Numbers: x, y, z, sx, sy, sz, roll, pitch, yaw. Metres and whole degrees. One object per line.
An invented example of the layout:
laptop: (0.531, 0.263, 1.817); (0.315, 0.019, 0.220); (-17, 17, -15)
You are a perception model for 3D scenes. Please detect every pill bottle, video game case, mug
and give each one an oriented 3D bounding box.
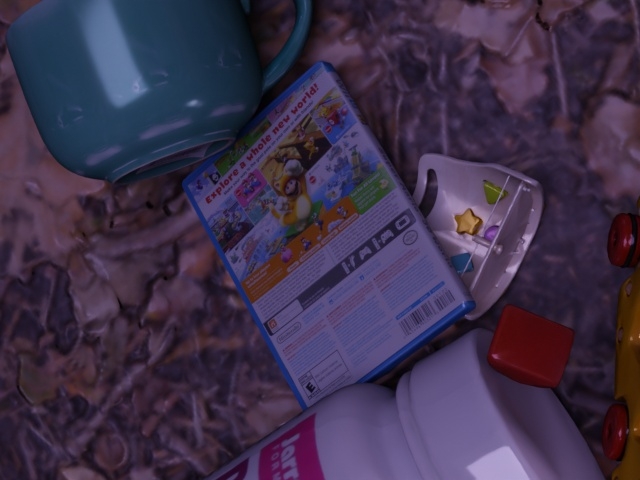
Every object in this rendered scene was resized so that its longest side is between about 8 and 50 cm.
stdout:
pill bottle: (0.005, 0.176, 0.738); (0.283, 0.160, 0.160); (-36, 81, 17)
video game case: (0.000, 0.000, 0.784); (0.119, 0.015, 0.166); (-39, 69, 25)
mug: (-0.086, -0.093, 0.772); (0.158, 0.129, 0.097); (-21, 87, 25)

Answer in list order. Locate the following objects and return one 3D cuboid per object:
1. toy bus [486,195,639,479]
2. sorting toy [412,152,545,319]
toy bus: (0.196, 0.035, 0.650); (0.191, 0.104, 0.202); (-37, 79, -18)
sorting toy: (0.077, -0.011, 0.770); (0.075, 0.045, 0.083); (30, 104, 24)
